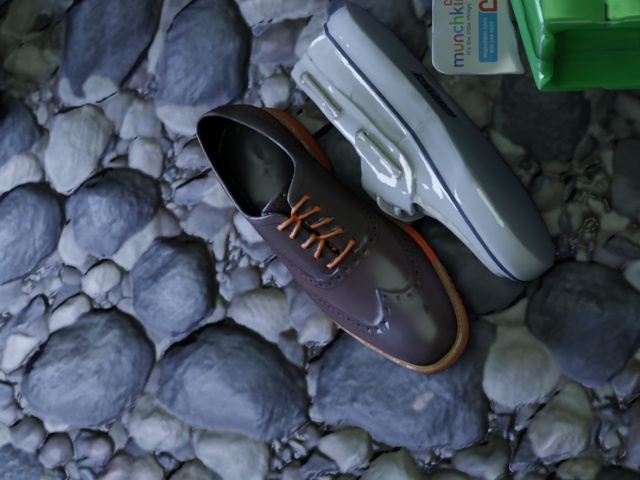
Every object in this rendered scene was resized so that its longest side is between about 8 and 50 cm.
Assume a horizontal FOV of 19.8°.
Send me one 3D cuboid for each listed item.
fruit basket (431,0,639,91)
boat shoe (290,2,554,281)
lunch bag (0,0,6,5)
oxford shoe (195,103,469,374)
[{"bbox_3d":[0.235,-0.270,1.221,0.327,0.165,0.353,-2,64,5],"label":"fruit basket"},{"bbox_3d":[0.069,-0.059,1.363,0.088,0.096,0.267,-46,68,19],"label":"boat shoe"},{"bbox_3d":[-0.271,-0.317,1.472,0.262,0.223,0.160,-38,77,16],"label":"lunch bag"},{"bbox_3d":[0.000,0.000,1.386,0.271,0.098,0.097,44,104,22],"label":"oxford shoe"}]
